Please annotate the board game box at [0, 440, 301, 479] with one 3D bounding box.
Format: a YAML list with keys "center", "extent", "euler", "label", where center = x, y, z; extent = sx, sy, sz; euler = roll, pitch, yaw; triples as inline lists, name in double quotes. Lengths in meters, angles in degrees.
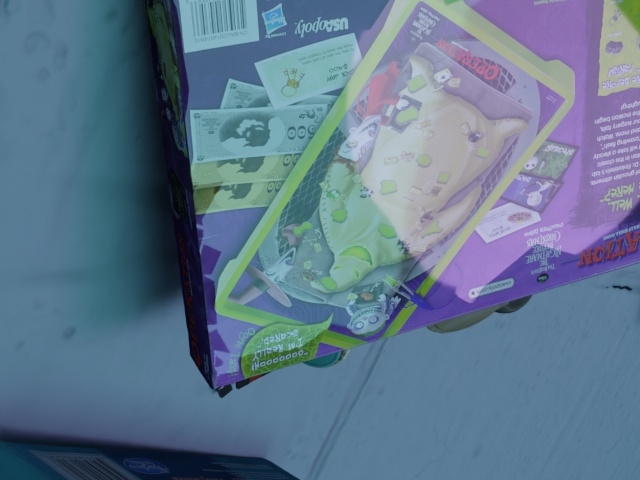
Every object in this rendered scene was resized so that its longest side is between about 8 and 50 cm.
- center: [-0.139, 0.292, 0.561]
  extent: [0.253, 0.079, 0.336]
  euler: [25, 89, -58]
  label: "board game box"

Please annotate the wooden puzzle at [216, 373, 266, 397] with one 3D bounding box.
- center: [-0.036, 0.067, 0.620]
  extent: [0.083, 0.006, 0.049]
  euler: [-24, 133, -35]
  label: "wooden puzzle"

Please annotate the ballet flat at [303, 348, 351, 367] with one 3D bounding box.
- center: [0.000, 0.000, 0.581]
  extent: [0.052, 0.057, 0.168]
  euler: [-63, 161, -57]
  label: "ballet flat"

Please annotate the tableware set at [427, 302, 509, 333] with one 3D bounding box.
- center: [0.112, 0.012, 0.677]
  extent: [0.141, 0.020, 0.168]
  euler: [-34, 144, 20]
  label: "tableware set"

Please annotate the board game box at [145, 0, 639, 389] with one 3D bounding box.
- center: [0.087, -0.061, 0.525]
  extent: [0.346, 0.056, 0.208]
  euler: [-13, 112, -22]
  label: "board game box"

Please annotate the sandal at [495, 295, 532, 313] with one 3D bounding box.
- center: [0.163, -0.023, 0.724]
  extent: [0.090, 0.060, 0.219]
  euler: [-27, 135, -32]
  label: "sandal"
